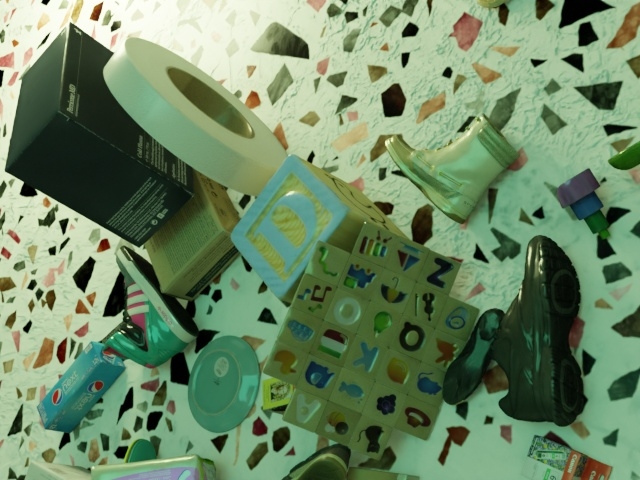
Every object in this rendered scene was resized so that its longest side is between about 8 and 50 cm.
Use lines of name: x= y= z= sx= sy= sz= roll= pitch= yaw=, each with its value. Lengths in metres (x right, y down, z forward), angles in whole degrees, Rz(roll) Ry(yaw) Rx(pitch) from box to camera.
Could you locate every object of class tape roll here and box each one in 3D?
tape roll: x=-0.226 y=-0.233 z=1.778 sx=0.072 sy=0.392 sz=0.392 roll=-50 pitch=50 yaw=15

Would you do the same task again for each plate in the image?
plate: x=-0.194 y=0.272 z=1.808 sx=0.188 sy=0.024 sz=0.188 roll=-15 pitch=65 yaw=36

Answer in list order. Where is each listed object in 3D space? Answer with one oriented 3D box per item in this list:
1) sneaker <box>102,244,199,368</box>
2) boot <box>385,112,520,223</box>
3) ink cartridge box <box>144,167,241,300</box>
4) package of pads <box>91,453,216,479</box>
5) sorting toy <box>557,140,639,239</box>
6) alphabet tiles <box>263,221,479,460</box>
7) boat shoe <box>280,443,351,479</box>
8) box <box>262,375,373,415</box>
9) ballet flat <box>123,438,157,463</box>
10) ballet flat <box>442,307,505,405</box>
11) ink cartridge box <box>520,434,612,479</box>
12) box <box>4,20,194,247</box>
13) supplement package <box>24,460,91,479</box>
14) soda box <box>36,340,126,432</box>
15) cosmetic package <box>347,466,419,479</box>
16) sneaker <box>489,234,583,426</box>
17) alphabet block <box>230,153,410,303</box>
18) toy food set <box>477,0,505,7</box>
sneaker: x=-0.385 y=0.156 z=1.948 sx=0.178 sy=0.124 sz=0.295 roll=-45 pitch=52 yaw=5
boot: x=0.220 y=-0.152 z=1.592 sx=0.165 sy=0.077 sz=0.213 roll=-50 pitch=55 yaw=14
ink cartridge box: x=-0.268 y=-0.026 z=1.935 sx=0.193 sy=0.088 sz=0.235 roll=-44 pitch=51 yaw=20
package of pads: x=-0.293 y=0.544 z=1.696 sx=0.229 sy=0.101 sz=0.296 roll=-9 pitch=67 yaw=11
sorting toy: x=0.516 y=-0.111 z=1.341 sx=0.365 sy=0.127 sz=0.126 roll=-33 pitch=85 yaw=29
alphabet tiles: x=0.082 y=0.159 z=1.500 sx=0.011 sy=0.285 sz=0.342 roll=-175 pitch=108 yaw=-85
boat shoe: x=-0.018 y=0.411 z=1.585 sx=0.080 sy=0.073 sz=0.223 roll=45 pitch=128 yaw=3
box: x=0.015 y=0.248 z=1.608 sx=0.232 sy=0.087 sz=0.058 roll=-22 pitch=59 yaw=33
ballet flat: x=-0.358 y=0.504 z=1.829 sx=0.077 sy=0.077 sz=0.231 roll=-33 pitch=56 yaw=42
ballet flat: x=0.245 y=0.185 z=1.478 sx=0.057 sy=0.049 sz=0.173 roll=35 pitch=104 yaw=30
ink cartridge box: x=0.348 y=0.326 z=1.342 sx=0.115 sy=0.029 sz=0.063 roll=17 pitch=85 yaw=42
box: x=-0.433 y=-0.214 z=1.890 sx=0.179 sy=0.312 sz=0.343 roll=-40 pitch=35 yaw=22
supplement package: x=-0.531 y=0.585 z=1.895 sx=0.139 sy=0.134 sz=0.244 roll=10 pitch=81 yaw=41
soda box: x=-0.513 y=0.316 z=2.021 sx=0.210 sy=0.071 sz=0.067 roll=-48 pitch=50 yaw=15
cosmetic package: x=0.098 y=0.399 z=1.512 sx=0.115 sy=0.041 sz=0.060 roll=-5 pitch=72 yaw=38
sneaker: x=0.310 y=0.131 z=1.400 sx=0.130 sy=0.109 sz=0.286 roll=-12 pitch=65 yaw=42
alphabet block: x=0.000 y=0.000 z=1.635 sx=0.193 sy=0.197 sz=0.192 roll=-51 pitch=51 yaw=13
toy food set: x=0.310 y=-0.447 z=1.663 sx=0.082 sy=0.020 sz=0.083 roll=41 pitch=102 yaw=41
